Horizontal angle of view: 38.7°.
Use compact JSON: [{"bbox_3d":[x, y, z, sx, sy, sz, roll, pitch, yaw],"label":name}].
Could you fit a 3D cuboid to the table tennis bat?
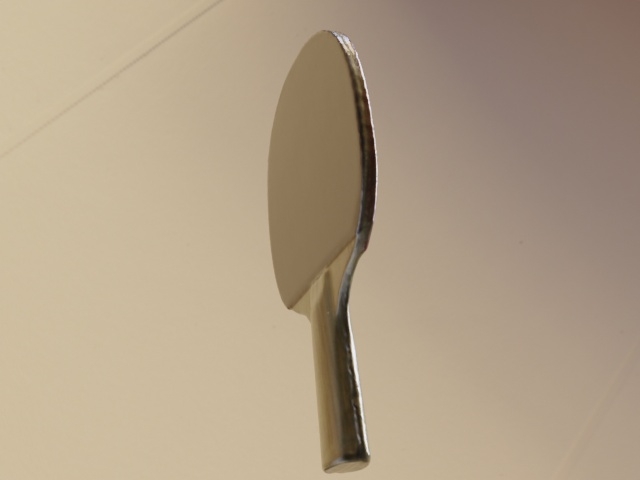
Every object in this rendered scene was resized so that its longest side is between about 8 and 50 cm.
[{"bbox_3d":[0.000,0.000,0.493,0.022,0.138,0.246,4,-118,-21],"label":"table tennis bat"}]
